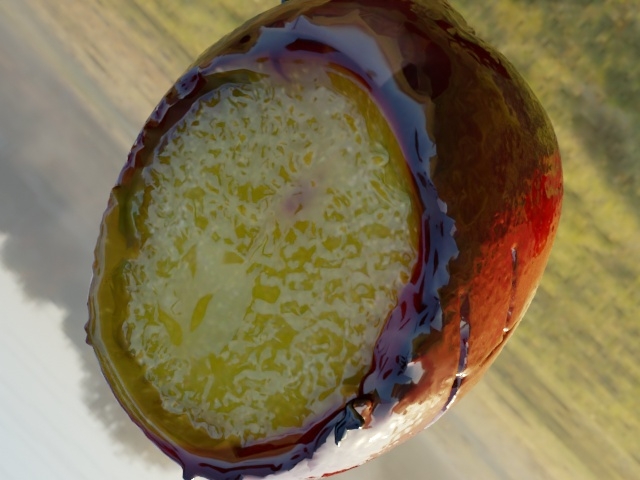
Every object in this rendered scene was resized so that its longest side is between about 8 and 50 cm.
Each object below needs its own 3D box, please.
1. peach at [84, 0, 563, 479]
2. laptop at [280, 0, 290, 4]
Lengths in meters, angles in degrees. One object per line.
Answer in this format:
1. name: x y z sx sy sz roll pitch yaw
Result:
1. peach: 0.000 0.000 0.592 0.190 0.226 0.196 51 149 -12
2. laptop: 0.041 -0.160 1.185 0.129 0.016 0.180 32 -175 15
